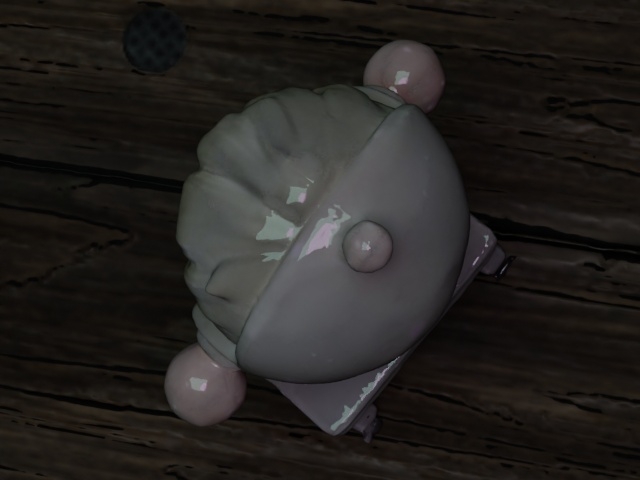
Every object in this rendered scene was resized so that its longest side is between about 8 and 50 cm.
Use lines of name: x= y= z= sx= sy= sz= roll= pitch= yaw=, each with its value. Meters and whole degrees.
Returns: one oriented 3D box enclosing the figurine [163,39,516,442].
figurine: x=0.003 y=0.010 z=0.783 sx=0.182 sy=0.257 sz=0.144 roll=-31 pitch=80 yaw=6
